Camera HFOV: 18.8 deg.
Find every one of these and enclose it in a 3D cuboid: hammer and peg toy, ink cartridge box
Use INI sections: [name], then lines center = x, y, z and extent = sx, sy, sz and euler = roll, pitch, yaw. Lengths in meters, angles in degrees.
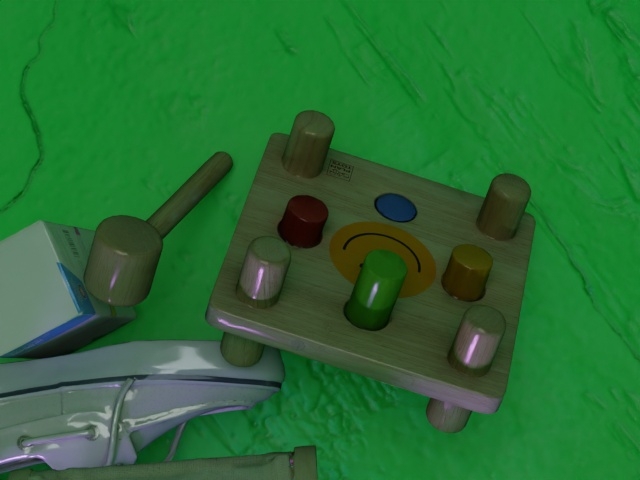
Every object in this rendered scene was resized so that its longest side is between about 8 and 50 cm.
[hammer and peg toy]
center = 0.000, 0.000, 1.650
extent = 0.361, 0.127, 0.266
euler = 18, 40, 0
[ink cartridge box]
center = -0.235, 0.047, 1.702
extent = 0.090, 0.143, 0.092
euler = -28, 78, 12

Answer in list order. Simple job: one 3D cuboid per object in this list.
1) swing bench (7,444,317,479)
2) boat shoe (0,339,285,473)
[swing bench]
center = -0.117, 0.314, 1.564
extent = 0.253, 0.165, 0.254
euler = -5, 115, 1
[boat shoe]
center = -0.207, 0.179, 1.668
extent = 0.367, 0.136, 0.156
euler = -7, 77, 2
